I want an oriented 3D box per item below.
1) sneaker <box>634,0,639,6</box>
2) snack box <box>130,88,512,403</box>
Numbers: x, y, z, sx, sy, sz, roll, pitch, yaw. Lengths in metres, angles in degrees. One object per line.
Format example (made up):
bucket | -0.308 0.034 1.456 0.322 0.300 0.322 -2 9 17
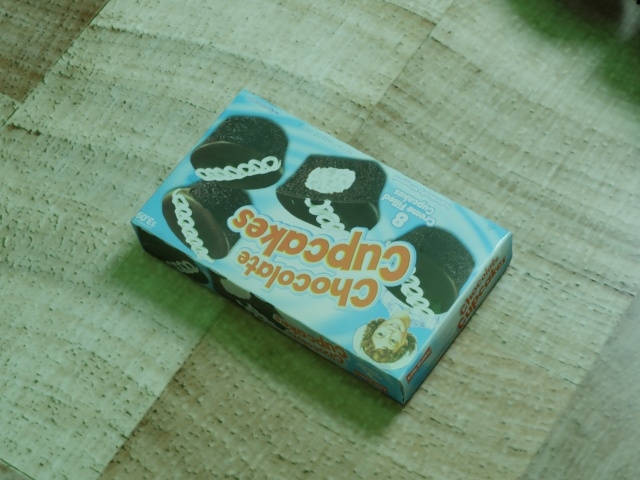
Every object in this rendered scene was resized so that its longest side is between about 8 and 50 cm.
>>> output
sneaker | 0.365 -0.229 1.673 0.147 0.130 0.330 5 83 25
snack box | 0.000 0.000 1.652 0.322 0.060 0.187 29 68 23
